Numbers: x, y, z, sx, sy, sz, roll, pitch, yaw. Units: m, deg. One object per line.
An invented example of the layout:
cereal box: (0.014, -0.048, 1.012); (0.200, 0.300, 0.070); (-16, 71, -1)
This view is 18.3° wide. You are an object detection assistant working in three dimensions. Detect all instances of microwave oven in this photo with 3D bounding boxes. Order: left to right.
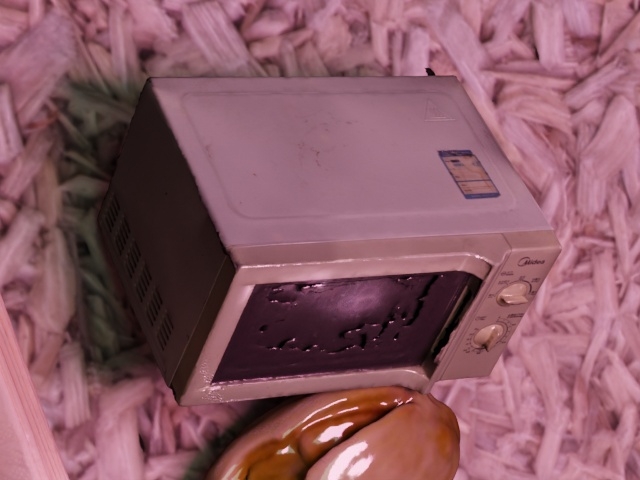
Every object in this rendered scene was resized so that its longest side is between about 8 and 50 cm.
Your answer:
microwave oven: (0.000, 0.000, 1.928); (0.355, 0.218, 0.286); (-4, 46, -30)

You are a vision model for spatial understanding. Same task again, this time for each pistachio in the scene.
pistachio: (0.011, 0.236, 1.980); (0.288, 0.197, 0.166); (-28, 54, -17)

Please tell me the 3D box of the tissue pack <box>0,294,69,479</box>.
tissue pack: (-0.343, 0.120, 1.737); (0.071, 0.170, 0.325); (-69, 147, -59)
